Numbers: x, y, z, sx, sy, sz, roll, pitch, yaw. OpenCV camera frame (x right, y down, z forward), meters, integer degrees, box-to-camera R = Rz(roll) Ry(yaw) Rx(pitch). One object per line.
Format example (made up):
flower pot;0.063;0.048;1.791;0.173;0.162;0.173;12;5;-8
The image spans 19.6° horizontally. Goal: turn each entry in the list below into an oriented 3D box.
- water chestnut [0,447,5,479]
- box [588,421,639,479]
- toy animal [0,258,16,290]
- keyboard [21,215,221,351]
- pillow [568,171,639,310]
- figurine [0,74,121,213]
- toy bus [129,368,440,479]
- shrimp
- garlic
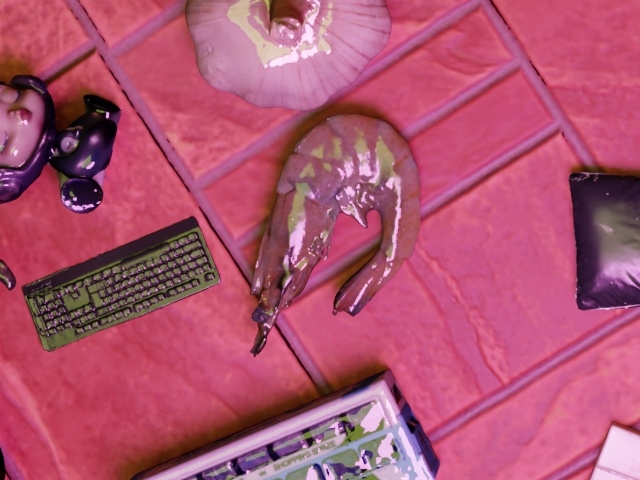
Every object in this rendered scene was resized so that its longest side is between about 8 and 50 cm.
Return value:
water chestnut;-0.426;0.232;1.787;0.224;0.223;0.238;40;69;2
box;0.295;0.269;1.795;0.090;0.024;0.167;20;100;5
toy animal;-0.408;0.033;1.812;0.233;0.084;0.148;-20;135;28
keyboard;-0.200;0.045;1.842;0.196;0.015;0.074;-21;93;9
pillow;0.342;0.000;1.747;0.208;0.055;0.141;-3;88;7
figurine;-0.311;-0.095;1.797;0.222;0.145;0.145;14;98;-4
toy bus;-0.039;0.238;1.799;0.297;0.106;0.131;-22;91;8
shrimp;0.017;0.003;1.790;0.145;0.059;0.254;15;93;-4
garlic;-0.041;-0.207;1.689;0.199;0.226;0.199;1;101;4
